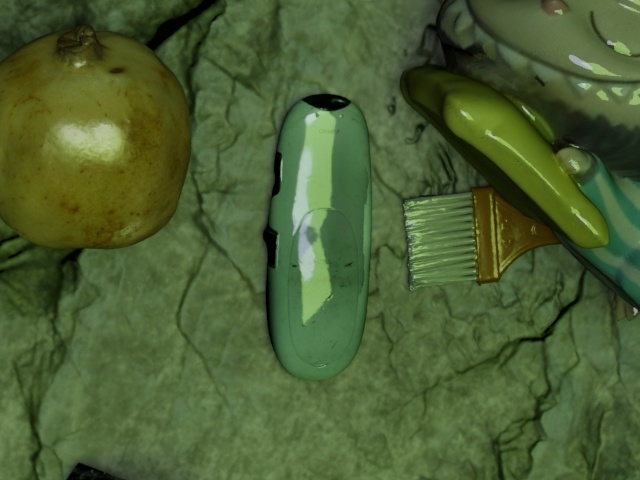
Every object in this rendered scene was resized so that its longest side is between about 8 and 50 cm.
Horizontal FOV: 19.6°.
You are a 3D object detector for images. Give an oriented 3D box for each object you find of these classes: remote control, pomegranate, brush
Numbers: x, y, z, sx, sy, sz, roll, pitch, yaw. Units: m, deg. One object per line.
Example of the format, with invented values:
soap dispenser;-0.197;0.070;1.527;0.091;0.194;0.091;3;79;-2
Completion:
remote control;0.000;-0.001;1.634;0.097;0.045;0.256;-2;97;-14
pomegranate;-0.194;-0.090;1.504;0.196;0.196;0.196;-2;100;-13
brush;0.228;-0.013;1.704;0.314;0.017;0.090;-7;100;-14

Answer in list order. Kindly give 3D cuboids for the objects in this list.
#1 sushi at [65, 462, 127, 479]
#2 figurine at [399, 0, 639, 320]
sushi;-0.156;0.315;1.592;0.150;0.153;0.172;-55;128;-21
figurine;0.301;-0.152;1.564;0.377;0.266;0.361;-46;119;3
